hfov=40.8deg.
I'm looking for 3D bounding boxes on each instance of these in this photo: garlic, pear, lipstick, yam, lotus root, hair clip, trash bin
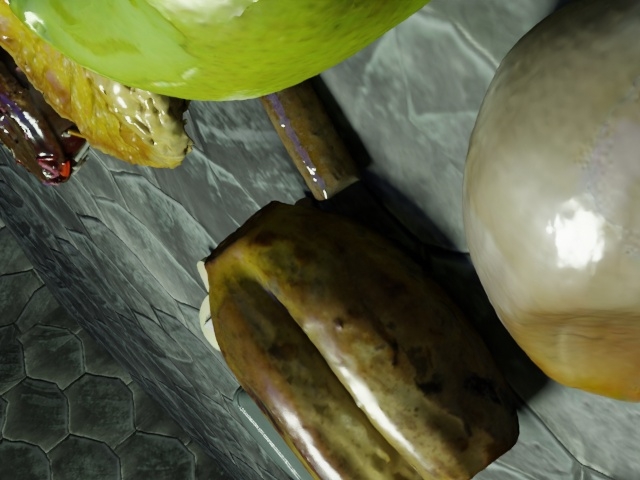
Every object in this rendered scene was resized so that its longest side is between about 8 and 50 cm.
[{"bbox_3d":[0.136,-0.005,0.439,0.143,0.112,0.318,35,165,28],"label":"garlic"},{"bbox_3d":[-0.052,-0.176,0.400,0.282,0.176,0.286,22,147,50],"label":"pear"},{"bbox_3d":[0.000,0.000,0.810,0.019,0.019,0.094,25,148,47],"label":"lipstick"},{"bbox_3d":[-0.069,-0.173,0.620,0.326,0.045,0.045,57,-161,-15],"label":"yam"},{"bbox_3d":[0.027,0.089,0.695,0.291,0.193,0.193,50,159,9],"label":"lotus root"},{"bbox_3d":[-0.120,0.097,1.147,0.159,0.071,0.218,52,154,2],"label":"hair clip"},{"bbox_3d":[-0.017,0.243,1.151,0.176,0.101,0.236,53,157,-3],"label":"trash bin"}]

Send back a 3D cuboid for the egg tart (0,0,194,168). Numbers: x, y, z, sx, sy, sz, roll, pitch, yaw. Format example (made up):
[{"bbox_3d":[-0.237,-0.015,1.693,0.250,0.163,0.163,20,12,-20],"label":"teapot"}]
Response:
[{"bbox_3d":[-0.198,-0.199,0.700,0.341,0.129,0.341,44,164,17],"label":"egg tart"}]

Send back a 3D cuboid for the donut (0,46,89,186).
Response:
[{"bbox_3d":[-0.421,-0.198,1.209,0.270,0.103,0.269,43,161,19],"label":"donut"}]
